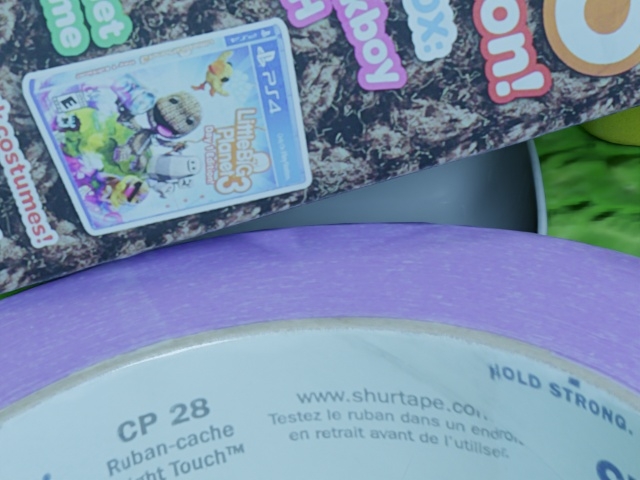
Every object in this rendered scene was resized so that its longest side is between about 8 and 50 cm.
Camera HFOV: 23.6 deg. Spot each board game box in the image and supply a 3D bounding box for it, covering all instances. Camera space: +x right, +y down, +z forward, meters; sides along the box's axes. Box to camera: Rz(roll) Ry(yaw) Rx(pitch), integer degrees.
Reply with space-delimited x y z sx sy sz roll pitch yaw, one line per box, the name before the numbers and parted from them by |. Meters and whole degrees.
board game box | -0.007 -0.113 0.454 0.291 0.141 0.232 -16 19 1

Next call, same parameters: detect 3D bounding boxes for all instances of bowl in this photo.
bowl | 0.000 0.000 0.495 0.142 0.053 0.142 -5 32 4

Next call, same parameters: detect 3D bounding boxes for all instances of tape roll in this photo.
tape roll | -0.003 0.106 0.300 0.274 0.090 0.275 -5 32 3

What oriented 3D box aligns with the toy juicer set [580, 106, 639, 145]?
toy juicer set | 0.265 -0.092 0.544 0.329 0.089 0.209 -18 34 -16
